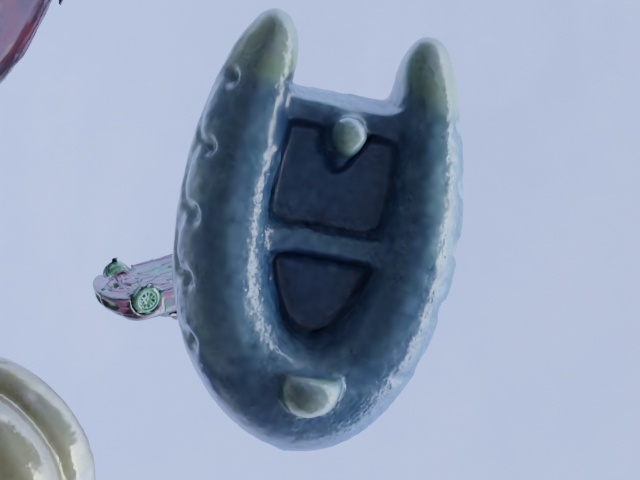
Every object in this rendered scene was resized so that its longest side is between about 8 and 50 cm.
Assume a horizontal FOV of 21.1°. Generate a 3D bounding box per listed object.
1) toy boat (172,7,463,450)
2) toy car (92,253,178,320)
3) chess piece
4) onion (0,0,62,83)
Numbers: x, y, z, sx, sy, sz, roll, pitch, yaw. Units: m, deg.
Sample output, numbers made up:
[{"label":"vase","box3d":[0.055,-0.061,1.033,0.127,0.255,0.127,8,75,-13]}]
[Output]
[{"label":"toy boat","box3d":[0.000,0.000,1.278,0.215,0.123,0.330,12,-82,-9]},{"label":"toy car","box3d":[-0.128,0.039,1.484,0.069,0.142,0.055,34,-48,52]},{"label":"chess piece","box3d":[-0.316,0.223,1.297,0.167,0.300,0.167,12,-61,23]},{"label":"onion","box3d":[-0.199,-0.147,0.641,0.190,0.246,0.246,-40,-103,9]}]
